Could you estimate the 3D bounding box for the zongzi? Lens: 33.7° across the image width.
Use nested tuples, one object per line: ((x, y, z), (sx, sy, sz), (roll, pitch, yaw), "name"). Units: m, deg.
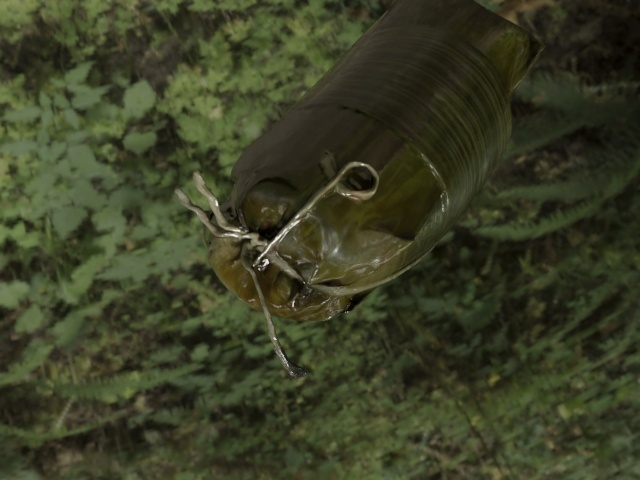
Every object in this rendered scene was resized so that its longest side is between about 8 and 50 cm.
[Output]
((0.000, 0.000, 0.456), (0.187, 0.084, 0.184), (-47, 171, -41), "zongzi")
